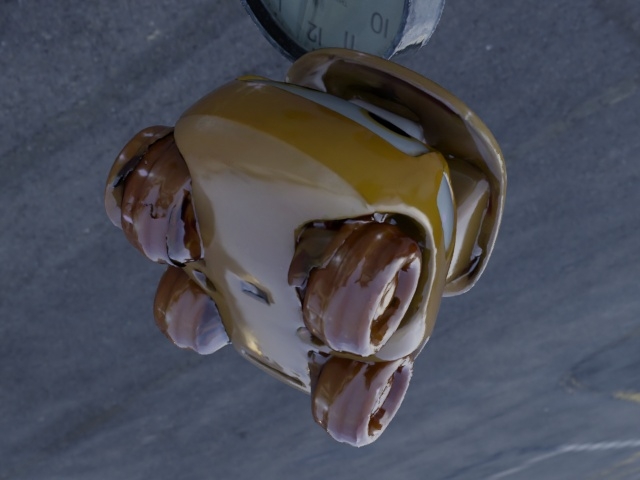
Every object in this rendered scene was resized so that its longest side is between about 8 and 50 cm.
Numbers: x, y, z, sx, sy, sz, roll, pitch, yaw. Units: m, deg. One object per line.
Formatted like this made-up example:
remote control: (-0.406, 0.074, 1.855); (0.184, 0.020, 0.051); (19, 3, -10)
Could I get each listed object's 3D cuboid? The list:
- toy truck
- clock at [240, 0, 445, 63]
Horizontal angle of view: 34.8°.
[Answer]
toy truck: (0.000, 0.000, 0.716); (0.212, 0.204, 0.288); (-51, 154, -29)
clock: (0.005, -0.341, 1.177); (0.067, 0.325, 0.325); (-33, 168, -34)
